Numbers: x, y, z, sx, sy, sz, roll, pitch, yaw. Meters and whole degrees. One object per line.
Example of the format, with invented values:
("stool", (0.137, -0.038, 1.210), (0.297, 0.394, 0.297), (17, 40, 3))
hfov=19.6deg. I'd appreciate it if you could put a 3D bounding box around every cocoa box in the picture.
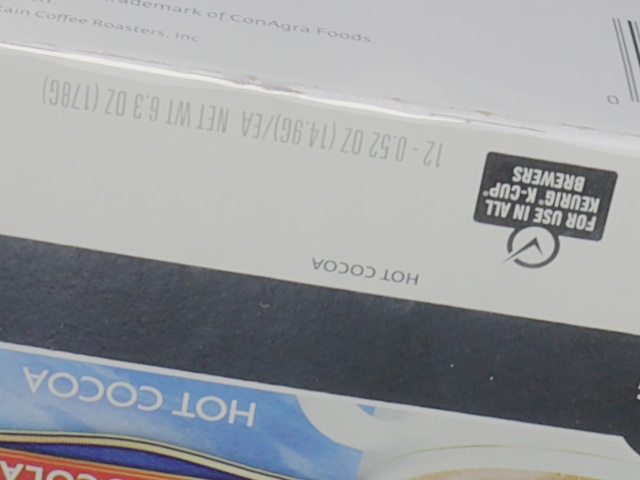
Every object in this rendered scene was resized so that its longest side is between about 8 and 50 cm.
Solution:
("cocoa box", (0.000, 0.000, 0.649), (0.347, 0.228, 0.231), (9, 30, -3))
